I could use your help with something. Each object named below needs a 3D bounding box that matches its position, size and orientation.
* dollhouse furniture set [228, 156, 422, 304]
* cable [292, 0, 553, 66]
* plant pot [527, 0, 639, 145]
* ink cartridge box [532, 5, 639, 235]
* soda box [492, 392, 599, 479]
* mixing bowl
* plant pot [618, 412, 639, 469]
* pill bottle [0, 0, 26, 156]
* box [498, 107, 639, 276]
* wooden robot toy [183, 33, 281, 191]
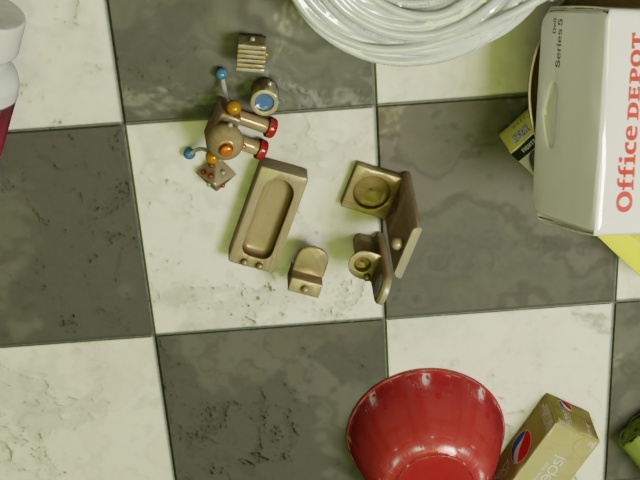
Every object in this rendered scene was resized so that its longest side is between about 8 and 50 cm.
[{"bbox_3d":[0.000,0.000,1.310,0.151,0.123,0.144,16,117,-11],"label":"dollhouse furniture set"},{"bbox_3d":[0.085,-0.280,1.170,0.257,0.089,0.257,-33,117,23],"label":"cable"},{"bbox_3d":[0.297,-0.146,1.255,0.236,0.032,0.236,-3,100,-19],"label":"plant pot"},{"bbox_3d":[0.343,-0.110,1.198,0.273,0.115,0.198,-3,101,-19],"label":"ink cartridge box"},{"bbox_3d":[0.240,0.266,1.506,0.061,0.058,0.181,24,116,-15],"label":"soda box"},{"bbox_3d":[0.122,0.242,1.465,0.181,0.098,0.181,-1,118,-2],"label":"mixing bowl"},{"bbox_3d":[0.382,0.236,1.491,0.079,0.083,0.083,41,110,-9],"label":"plant pot"},{"bbox_3d":[-0.350,-0.119,1.230,0.121,0.121,0.221,17,117,-12],"label":"pill bottle"},{"bbox_3d":[0.290,-0.053,1.332,0.087,0.058,0.232,-42,113,16],"label":"box"},{"bbox_3d":[-0.079,-0.106,1.274,0.076,0.079,0.173,19,117,-12],"label":"wooden robot toy"}]
